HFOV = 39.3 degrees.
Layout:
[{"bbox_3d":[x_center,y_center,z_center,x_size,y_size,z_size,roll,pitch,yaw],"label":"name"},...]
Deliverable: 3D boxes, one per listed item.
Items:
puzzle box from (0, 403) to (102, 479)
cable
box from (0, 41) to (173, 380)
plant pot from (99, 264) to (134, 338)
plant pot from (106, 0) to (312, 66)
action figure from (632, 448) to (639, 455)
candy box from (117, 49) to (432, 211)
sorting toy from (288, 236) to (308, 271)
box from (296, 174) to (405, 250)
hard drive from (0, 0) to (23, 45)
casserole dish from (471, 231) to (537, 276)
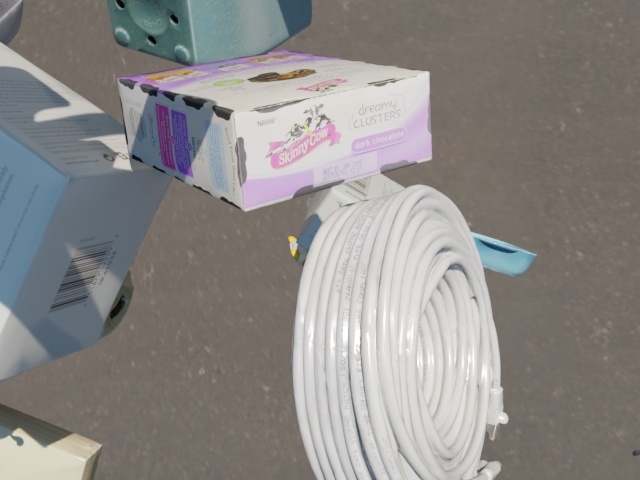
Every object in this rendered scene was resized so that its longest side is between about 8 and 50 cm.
[{"bbox_3d":[-0.455,0.395,1.142,0.272,0.052,0.408,20,105,7],"label":"puzzle box"},{"bbox_3d":[0.065,0.087,0.689,0.089,0.257,0.257,-3,91,27],"label":"cable"},{"bbox_3d":[-0.343,-0.064,0.828,0.345,0.168,0.215,34,109,15],"label":"box"},{"bbox_3d":[-0.440,0.024,1.249,0.306,0.334,0.333,-1,108,16],"label":"plant pot"},{"bbox_3d":[-0.180,-0.388,1.300,0.248,0.252,0.247,20,137,20],"label":"plant pot"},{"bbox_3d":[0.468,0.200,0.922,0.276,0.164,0.141,-7,122,12],"label":"action figure"},{"bbox_3d":[-0.039,-0.094,0.686,0.165,0.196,0.070,-17,114,-30],"label":"candy box"},{"bbox_3d":[0.000,0.000,1.179,0.075,0.083,0.045,-36,114,9],"label":"sorting toy"},{"bbox_3d":[0.041,-0.026,1.039,0.102,0.101,0.087,31,121,-9],"label":"box"},{"bbox_3d":[-0.515,-0.243,1.160,0.172,0.254,0.054,11,134,19],"label":"hard drive"},{"bbox_3d":[0.202,0.012,1.131,0.114,0.188,0.037,17,95,-3],"label":"casserole dish"}]
